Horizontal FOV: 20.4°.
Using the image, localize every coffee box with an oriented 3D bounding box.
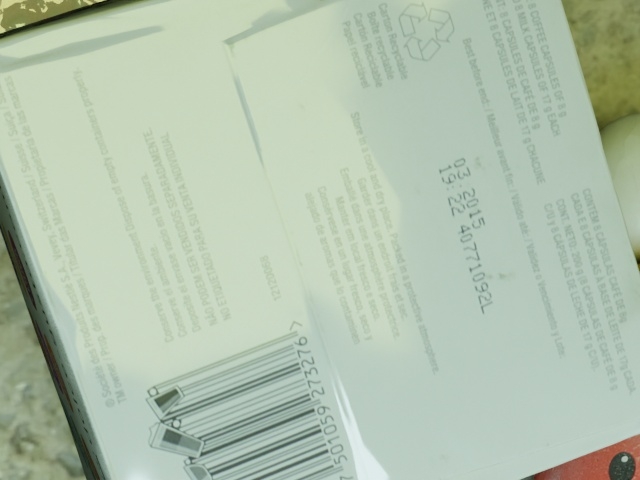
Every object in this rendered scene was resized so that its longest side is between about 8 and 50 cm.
[{"bbox_3d":[-0.027,-0.012,1.151,0.338,0.334,0.338,-19,101,-12],"label":"coffee box"}]

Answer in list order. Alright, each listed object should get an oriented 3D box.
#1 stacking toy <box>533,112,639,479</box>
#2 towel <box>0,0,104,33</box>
[{"bbox_3d":[0.267,0.137,1.322,0.350,0.350,0.480,-8,76,-12],"label":"stacking toy"},{"bbox_3d":[-0.111,-0.278,1.307,0.317,0.053,0.332,-6,93,-12],"label":"towel"}]
